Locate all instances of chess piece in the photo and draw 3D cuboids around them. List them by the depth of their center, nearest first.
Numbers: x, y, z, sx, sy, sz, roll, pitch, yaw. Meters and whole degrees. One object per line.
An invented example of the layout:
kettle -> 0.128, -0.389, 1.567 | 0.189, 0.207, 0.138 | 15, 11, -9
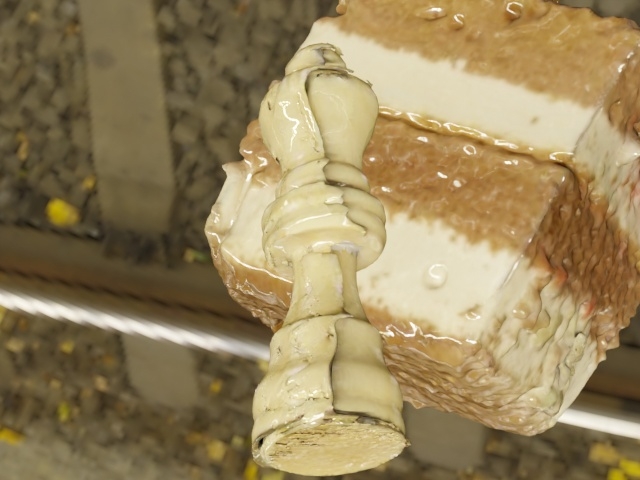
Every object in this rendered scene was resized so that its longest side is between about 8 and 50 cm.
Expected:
chess piece -> 0.001, 0.000, 0.647 | 0.060, 0.172, 0.060 | -2, 153, -1

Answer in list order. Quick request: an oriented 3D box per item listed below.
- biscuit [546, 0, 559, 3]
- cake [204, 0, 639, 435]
biscuit -> 0.160, -0.243, 1.683 | 0.182, 0.034, 0.215 | 10, 131, -32
cake -> 0.108, -0.026, 1.273 | 0.282, 0.290, 0.256 | 18, 167, 30
